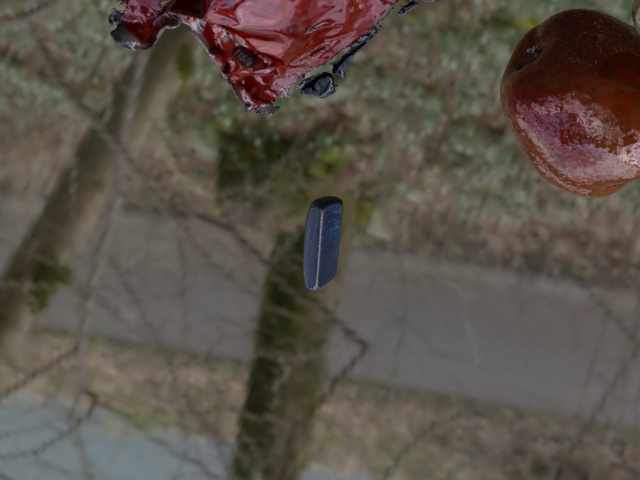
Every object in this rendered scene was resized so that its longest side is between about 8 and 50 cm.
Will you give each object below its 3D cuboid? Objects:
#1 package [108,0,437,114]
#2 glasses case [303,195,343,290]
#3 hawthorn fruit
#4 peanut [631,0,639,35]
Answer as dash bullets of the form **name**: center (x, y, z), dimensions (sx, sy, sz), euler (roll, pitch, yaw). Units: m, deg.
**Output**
- **package**: center (-0.016, -0.178, 1.101), dimensions (0.194, 0.071, 0.269), euler (20, 141, -25)
- **glasses case**: center (0.000, 0.000, 1.572), dimensions (0.023, 0.033, 0.083), euler (23, 121, 31)
- **hawthorn fruit**: center (0.267, -0.138, 1.817), dimensions (0.189, 0.189, 0.189), euler (17, 154, 9)
- **peanut**: center (0.323, -0.227, 1.673), dimensions (0.082, 0.082, 0.187), euler (15, 152, 14)
